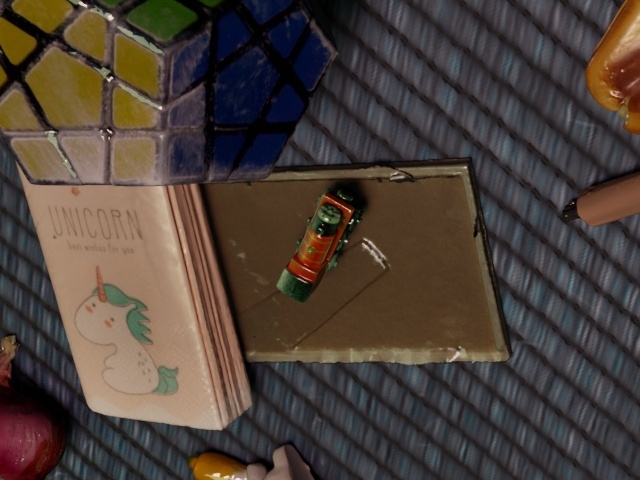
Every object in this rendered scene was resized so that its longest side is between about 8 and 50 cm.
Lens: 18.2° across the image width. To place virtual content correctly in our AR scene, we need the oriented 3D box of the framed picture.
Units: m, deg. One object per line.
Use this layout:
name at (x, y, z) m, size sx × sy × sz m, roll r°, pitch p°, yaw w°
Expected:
framed picture at (0.024, 0.024, 1.811) m, size 0.281 × 0.019 × 0.209 m, roll 0°, pitch 118°, yaw 24°

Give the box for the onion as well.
onion at (-0.318, 0.165, 1.997) m, size 0.150 × 0.150 × 0.140 m, roll 18°, pitch 87°, yaw 14°

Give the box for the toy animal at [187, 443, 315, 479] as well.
toy animal at (-0.086, 0.280, 1.950) m, size 0.182 × 0.127 × 0.131 m, roll -33°, pitch 108°, yaw 23°

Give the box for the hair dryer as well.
hair dryer at (0.278, -0.041, 1.641) m, size 0.182 × 0.064 × 0.117 m, roll -18°, pitch 111°, yaw 40°

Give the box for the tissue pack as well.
tissue pack at (-0.176, 0.019, 1.861) m, size 0.170 × 0.071 × 0.325 m, roll 4°, pitch 119°, yaw 32°

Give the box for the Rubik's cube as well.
Rubik's cube at (-0.144, -0.176, 1.616) m, size 0.264 × 0.319 × 0.319 m, roll 35°, pitch 132°, yaw 37°

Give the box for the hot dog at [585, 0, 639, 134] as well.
hot dog at (0.297, -0.186, 1.536) m, size 0.100 × 0.068 × 0.249 m, roll 41°, pitch 125°, yaw 10°

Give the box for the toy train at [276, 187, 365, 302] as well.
toy train at (0.000, 0.000, 1.755) m, size 0.044 × 0.064 × 0.103 m, roll 32°, pitch 127°, yaw 8°
